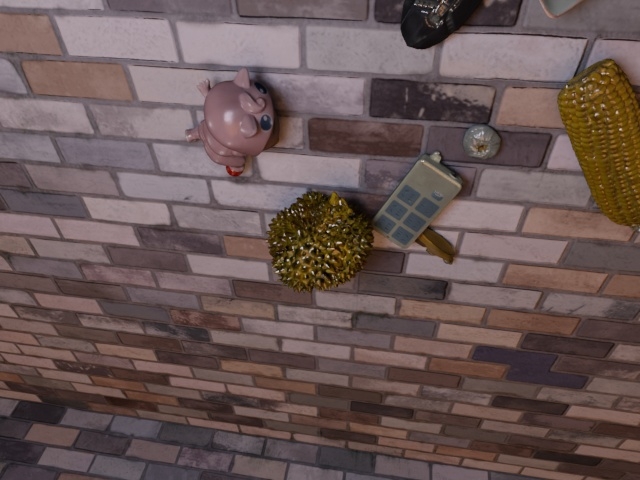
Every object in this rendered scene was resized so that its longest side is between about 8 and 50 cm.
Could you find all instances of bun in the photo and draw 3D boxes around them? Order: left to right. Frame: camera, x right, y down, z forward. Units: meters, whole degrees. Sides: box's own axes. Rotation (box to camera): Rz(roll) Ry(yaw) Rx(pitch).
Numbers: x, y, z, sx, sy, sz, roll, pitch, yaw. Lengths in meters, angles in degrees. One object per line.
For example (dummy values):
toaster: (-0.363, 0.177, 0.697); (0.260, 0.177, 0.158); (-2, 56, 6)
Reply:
bun: (0.343, -0.207, 1.017); (0.083, 0.045, 0.083); (4, 131, 5)

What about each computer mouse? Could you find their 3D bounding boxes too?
computer mouse: (0.213, -0.413, 0.830); (0.106, 0.062, 0.192); (29, 134, -17)

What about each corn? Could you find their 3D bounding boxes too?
corn: (0.578, -0.178, 0.935); (0.144, 0.144, 0.387); (-23, 120, 31)

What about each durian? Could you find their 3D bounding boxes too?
durian: (0.006, 0.009, 1.178); (0.293, 0.258, 0.258); (-28, 123, 27)

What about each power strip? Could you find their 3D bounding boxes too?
power strip: (0.226, -0.089, 1.141); (0.118, 0.046, 0.270); (36, 133, 1)

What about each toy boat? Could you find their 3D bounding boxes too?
toy boat: (0.297, 0.012, 1.246); (0.149, 0.047, 0.049); (35, 145, -15)

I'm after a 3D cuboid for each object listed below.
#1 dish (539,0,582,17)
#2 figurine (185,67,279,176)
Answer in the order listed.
dish: (0.421, -0.467, 0.720); (0.212, 0.077, 0.151); (-25, 126, 32)
figurine: (-0.183, -0.251, 1.041); (0.186, 0.176, 0.287); (-13, 168, -35)
